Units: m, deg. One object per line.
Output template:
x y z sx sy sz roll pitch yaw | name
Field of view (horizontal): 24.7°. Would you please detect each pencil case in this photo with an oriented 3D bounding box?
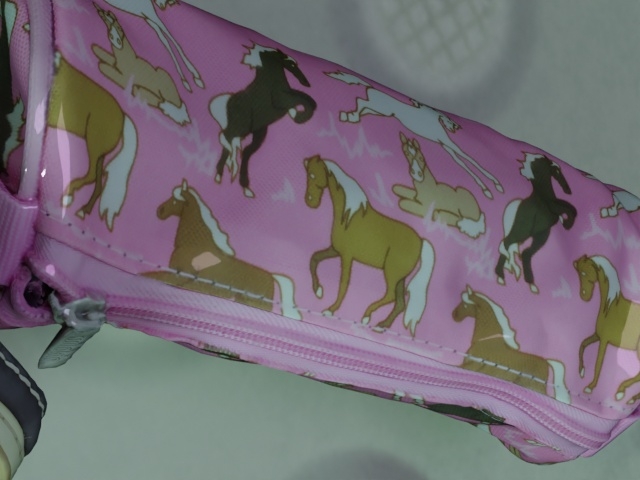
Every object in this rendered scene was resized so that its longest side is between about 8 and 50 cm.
0.000 0.000 0.681 0.386 0.160 0.167 16 83 -36 | pencil case

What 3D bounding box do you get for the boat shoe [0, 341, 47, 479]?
-0.199 -0.027 0.525 0.285 0.103 0.092 40 53 5 | boat shoe
